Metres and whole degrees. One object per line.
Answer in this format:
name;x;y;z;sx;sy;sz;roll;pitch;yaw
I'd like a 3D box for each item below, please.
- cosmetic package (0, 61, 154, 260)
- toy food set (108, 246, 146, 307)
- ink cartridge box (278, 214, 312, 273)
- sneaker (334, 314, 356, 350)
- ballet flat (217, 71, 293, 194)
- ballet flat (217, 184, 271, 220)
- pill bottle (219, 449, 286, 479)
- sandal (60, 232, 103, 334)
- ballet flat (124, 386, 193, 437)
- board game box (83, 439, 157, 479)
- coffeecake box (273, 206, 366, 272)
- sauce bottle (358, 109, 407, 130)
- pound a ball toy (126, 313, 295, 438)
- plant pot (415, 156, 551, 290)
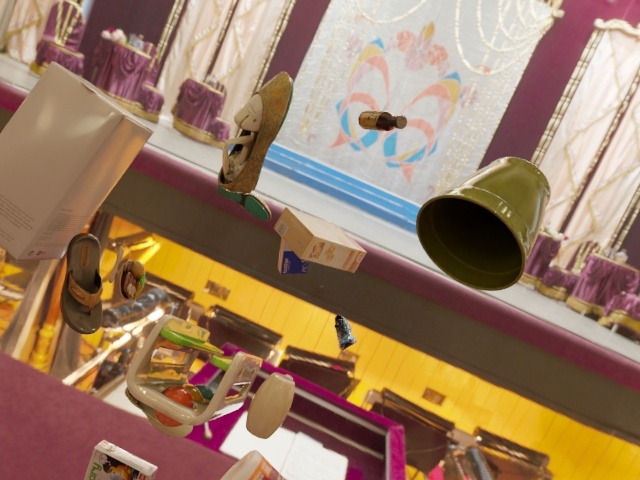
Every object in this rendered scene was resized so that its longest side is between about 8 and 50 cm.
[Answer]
cosmetic package;-0.557;-0.157;1.035;0.197;0.365;0.155;39;1;4
toy food set;-0.563;0.116;1.462;0.039;0.132;0.192;4;-31;4
ink cartridge box;-0.084;0.015;1.666;0.097;0.207;0.046;0;28;-19
sneaker;0.068;0.295;1.588;0.073;0.063;0.162;58;3;-18
ballet flat;-0.175;-0.261;1.227;0.123;0.348;0.123;19;35;-14
ballet flat;-0.259;-0.154;1.748;0.232;0.080;0.073;33;41;9
pill bottle;-0.134;0.835;1.428;0.392;0.224;0.224;45;9;2
sandal;-0.499;0.094;1.050;0.060;0.219;0.090;1;-4;38
ballet flat;-0.486;0.497;1.453;0.249;0.086;0.086;22;7;23
board game box;-0.627;0.781;1.473;0.193;0.305;0.053;22;9;9
coffeecake box;0.000;0.000;1.208;0.186;0.068;0.142;17;20;-42
sauce bottle;0.124;-0.238;0.971;0.042;0.042;0.128;18;3;-33
pound a ball toy;-0.148;0.224;0.727;0.208;0.135;0.319;26;-14;6
plant pot;0.563;-0.088;1.601;0.367;0.353;0.366;32;-33;24
